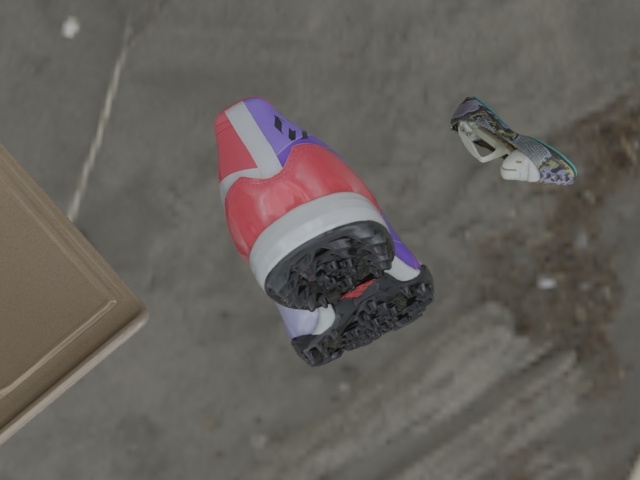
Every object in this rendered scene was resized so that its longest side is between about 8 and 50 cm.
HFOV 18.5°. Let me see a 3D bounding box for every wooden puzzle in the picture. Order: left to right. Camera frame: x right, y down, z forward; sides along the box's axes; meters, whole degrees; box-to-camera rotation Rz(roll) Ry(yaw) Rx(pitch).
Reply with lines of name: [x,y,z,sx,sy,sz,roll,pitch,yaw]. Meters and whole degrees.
wooden puzzle: [-0.288,0.054,1.588,0.221,0.238,0.044,-40,159,-11]

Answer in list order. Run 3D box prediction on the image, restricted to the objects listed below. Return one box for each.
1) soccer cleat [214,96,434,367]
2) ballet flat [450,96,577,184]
soccer cleat: [0.000,0.000,1.296,0.108,0.116,0.318,-29,163,1]
ballet flat: [0.145,-0.068,1.520,0.114,0.041,0.041,37,142,26]
